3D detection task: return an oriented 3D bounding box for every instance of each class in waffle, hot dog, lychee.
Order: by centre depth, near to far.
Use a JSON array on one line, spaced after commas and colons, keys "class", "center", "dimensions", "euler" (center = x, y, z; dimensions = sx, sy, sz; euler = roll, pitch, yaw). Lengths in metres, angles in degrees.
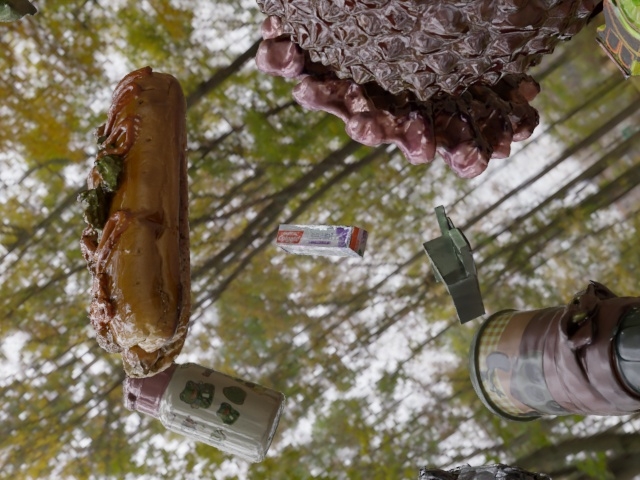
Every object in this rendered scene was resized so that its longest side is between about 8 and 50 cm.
[{"class": "lychee", "center": [0.065, -0.225, 0.582], "dimensions": [0.304, 0.275, 0.276], "euler": [-2, -125, -58]}, {"class": "waffle", "center": [0.068, -0.143, 0.779], "dimensions": [0.234, 0.055, 0.221], "euler": [27, -135, 1]}, {"class": "hot dog", "center": [-0.201, -0.024, 1.060], "dimensions": [0.158, 0.117, 0.349], "euler": [112, 156, -61]}]

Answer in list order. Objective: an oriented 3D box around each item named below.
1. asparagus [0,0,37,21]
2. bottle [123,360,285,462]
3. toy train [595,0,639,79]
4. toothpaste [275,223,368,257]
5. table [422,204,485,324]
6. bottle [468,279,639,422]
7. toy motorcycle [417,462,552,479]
[{"class": "asparagus", "center": [-0.415, -0.301, 0.991], "dimensions": [0.343, 0.085, 0.082], "euler": [31, -138, -68]}, {"class": "bottle", "center": [-0.191, 0.259, 1.571], "dimensions": [0.253, 0.120, 0.120], "euler": [20, -163, 6]}, {"class": "toy train", "center": [0.391, -0.176, 0.969], "dimensions": [0.161, 0.100, 0.296], "euler": [82, 164, -58]}, {"class": "toothpaste", "center": [0.000, 0.000, 1.655], "dimensions": [0.040, 0.196, 0.047], "euler": [19, -101, -39]}, {"class": "table", "center": [0.247, 0.044, 1.847], "dimensions": [0.146, 0.062, 0.175], "euler": [-114, 2, -55]}, {"class": "bottle", "center": [0.284, 0.117, 1.041], "dimensions": [0.156, 0.271, 0.143], "euler": [13, -107, -28]}, {"class": "toy motorcycle", "center": [0.228, 0.358, 1.314], "dimensions": [0.157, 0.263, 0.091], "euler": [34, -126, -23]}]
